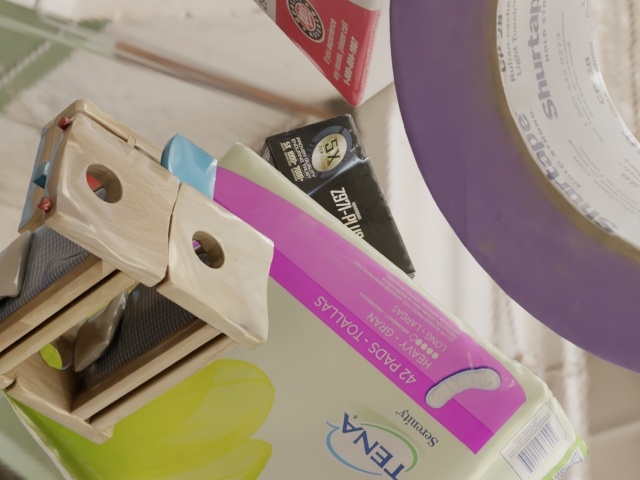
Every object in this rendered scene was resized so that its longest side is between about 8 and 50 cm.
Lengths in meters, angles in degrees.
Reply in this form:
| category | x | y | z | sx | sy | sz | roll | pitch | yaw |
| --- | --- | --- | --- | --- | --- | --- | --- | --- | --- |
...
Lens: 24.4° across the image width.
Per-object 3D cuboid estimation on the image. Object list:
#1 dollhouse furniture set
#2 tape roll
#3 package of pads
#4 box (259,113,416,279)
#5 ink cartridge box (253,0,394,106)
| category | x | y | z | sx | sy | sz | roll | pitch | yaw |
| --- | --- | --- | --- | --- | --- | --- | --- | --- | --- |
| dollhouse furniture set | -0.112 | -0.022 | 0.757 | 0.129 | 0.129 | 0.184 | -33 | -143 | 33 |
| tape roll | 0.119 | -0.059 | 0.394 | 0.189 | 0.080 | 0.189 | 8 | -74 | 29 |
| package of pads | -0.029 | 0.106 | 0.869 | 0.229 | 0.101 | 0.296 | -46 | -127 | -8 |
| box | 0.000 | 0.000 | 1.244 | 0.180 | 0.077 | 0.147 | 119 | -48 | -67 |
| ink cartridge box | -0.020 | -0.177 | 0.520 | 0.218 | 0.092 | 0.158 | 49 | -16 | 13 |
